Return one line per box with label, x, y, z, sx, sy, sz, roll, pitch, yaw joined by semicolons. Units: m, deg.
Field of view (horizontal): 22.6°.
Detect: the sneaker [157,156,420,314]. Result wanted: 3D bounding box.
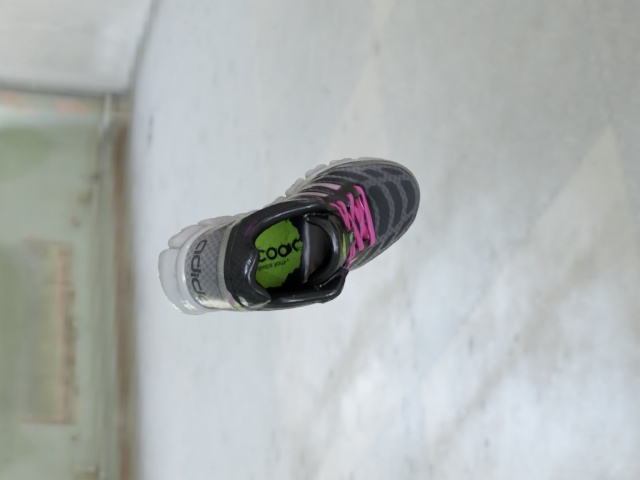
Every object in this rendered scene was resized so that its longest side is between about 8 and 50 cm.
sneaker;0.000;0.000;0.858;0.074;0.170;0.063;7;113;51
